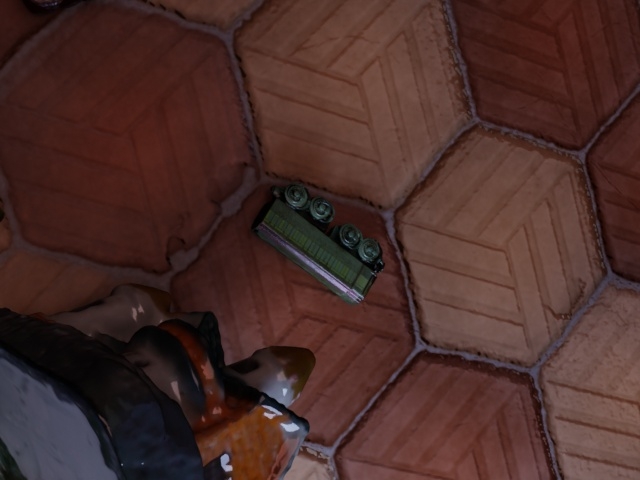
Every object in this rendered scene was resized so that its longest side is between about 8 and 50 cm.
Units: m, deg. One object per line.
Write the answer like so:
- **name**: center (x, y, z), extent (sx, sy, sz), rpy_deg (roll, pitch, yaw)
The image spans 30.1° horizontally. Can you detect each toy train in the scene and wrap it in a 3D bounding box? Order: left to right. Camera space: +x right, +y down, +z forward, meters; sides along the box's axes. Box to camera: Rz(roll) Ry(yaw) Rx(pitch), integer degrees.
- **toy train**: center (0.000, 0.000, 1.209), extent (0.148, 0.038, 0.071), rpy_deg (37, 75, -17)

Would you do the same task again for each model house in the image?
- **model house**: center (-0.128, 0.123, 1.051), extent (0.301, 0.271, 0.190), rpy_deg (-23, 113, -37)

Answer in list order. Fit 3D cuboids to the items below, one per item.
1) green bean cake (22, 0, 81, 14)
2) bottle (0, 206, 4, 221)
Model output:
- **green bean cake**: center (-0.237, -0.290, 1.108), extent (0.136, 0.056, 0.135), rpy_deg (-25, 100, -21)
- **bottle**: center (-0.406, 0.043, 1.015), extent (0.286, 0.082, 0.082), rpy_deg (-44, 104, -17)
